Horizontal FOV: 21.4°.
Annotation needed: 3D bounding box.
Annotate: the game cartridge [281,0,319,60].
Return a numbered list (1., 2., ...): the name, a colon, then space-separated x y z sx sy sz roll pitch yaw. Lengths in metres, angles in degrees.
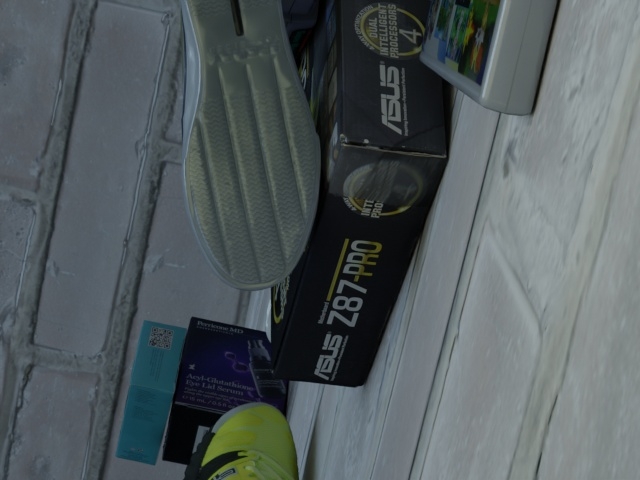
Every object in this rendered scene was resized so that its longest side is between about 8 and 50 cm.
1. game cartridge: -0.039 -0.262 1.542 0.355 0.068 0.230 130 144 -73

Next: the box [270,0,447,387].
1. box: 0.026 -0.118 1.493 0.318 0.097 0.395 111 164 -49

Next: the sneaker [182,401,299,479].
1. sneaker: -0.063 0.302 1.705 0.147 0.145 0.384 -38 25 31

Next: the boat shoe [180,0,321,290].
1. boat shoe: -0.058 -0.110 1.333 0.094 0.109 0.302 114 152 -85

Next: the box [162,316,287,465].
1. box: -0.128 0.217 2.348 0.207 0.153 0.108 -87 10 -57

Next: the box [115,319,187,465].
1. box: -0.231 0.210 2.297 0.244 0.060 0.100 110 171 -58

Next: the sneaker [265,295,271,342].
1. sneaker: -0.015 0.022 2.035 0.128 0.087 0.221 160 110 -75

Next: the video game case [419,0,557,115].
1. video game case: 0.129 -0.246 1.102 0.329 0.036 0.300 -107 29 -79
